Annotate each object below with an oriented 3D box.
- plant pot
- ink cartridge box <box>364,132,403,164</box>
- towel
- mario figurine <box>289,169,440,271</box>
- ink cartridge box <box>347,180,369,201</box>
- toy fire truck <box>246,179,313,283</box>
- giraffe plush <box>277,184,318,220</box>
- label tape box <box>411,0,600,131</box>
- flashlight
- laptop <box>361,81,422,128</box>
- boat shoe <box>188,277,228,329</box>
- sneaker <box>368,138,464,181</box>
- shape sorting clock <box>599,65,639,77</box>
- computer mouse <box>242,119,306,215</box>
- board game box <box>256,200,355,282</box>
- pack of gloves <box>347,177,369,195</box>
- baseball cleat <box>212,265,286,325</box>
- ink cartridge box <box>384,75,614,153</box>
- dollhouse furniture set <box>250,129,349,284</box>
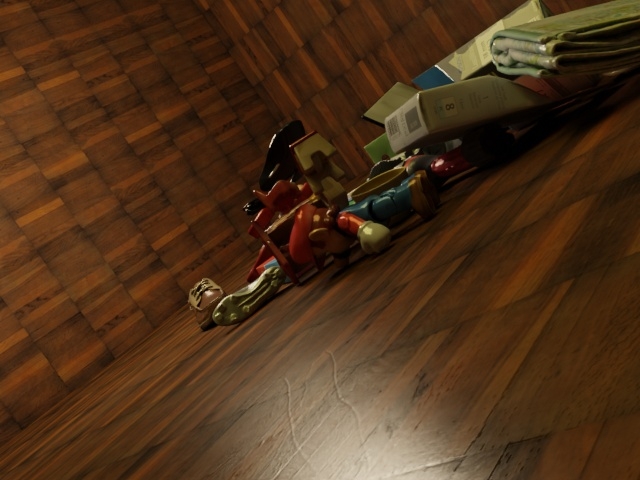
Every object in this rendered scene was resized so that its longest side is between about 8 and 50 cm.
[{"bbox_3d":[0.146,-0.088,1.787,0.134,0.095,0.134,-28,11,6],"label":"plant pot"},{"bbox_3d":[0.243,-0.231,2.124,0.235,0.171,0.056,-33,6,25],"label":"ink cartridge box"},{"bbox_3d":[0.502,-0.368,1.487,0.321,0.090,0.374,-13,17,1],"label":"towel"},{"bbox_3d":[0.087,-0.016,1.640,0.321,0.170,0.198,-22,-26,22],"label":"mario figurine"},{"bbox_3d":[0.130,-0.131,2.559,0.186,0.065,0.311,-33,3,12],"label":"ink cartridge box"},{"bbox_3d":[-0.117,-0.028,2.479,0.302,0.169,0.254,-61,4,-38],"label":"toy fire truck"},{"bbox_3d":[-0.018,-0.087,2.645,0.210,0.181,0.170,-33,20,-14],"label":"giraffe plush"},{"bbox_3d":[0.413,-0.359,1.845,0.334,0.241,0.105,-32,48,33],"label":"label tape box"},{"bbox_3d":[0.271,-0.165,1.754,0.304,0.103,0.103,-24,37,61],"label":"flashlight"},{"bbox_3d":[0.382,-0.409,2.253,0.382,0.408,0.236,-50,-18,-59],"label":"laptop"},{"bbox_3d":[-0.322,0.172,2.320,0.123,0.116,0.324,-36,5,-15],"label":"boat shoe"},{"bbox_3d":[0.254,-0.181,2.046,0.146,0.122,0.330,-16,-9,-37],"label":"sneaker"},{"bbox_3d":[0.648,-0.380,1.623,0.206,0.040,0.206,-35,11,8],"label":"shape sorting clock"},{"bbox_3d":[-0.063,-0.161,1.842,0.184,0.060,0.262,-28,-27,-48],"label":"computer mouse"},{"bbox_3d":[0.000,0.000,2.144,0.317,0.064,0.242,-36,5,-19],"label":"board game box"},{"bbox_3d":[0.199,-0.225,2.788,0.232,0.046,0.195,-36,-13,27],"label":"pack of gloves"},{"bbox_3d":[-0.163,0.142,1.956,0.206,0.072,0.109,-34,-11,-12],"label":"baseball cleat"},{"bbox_3d":[0.349,-0.280,1.682,0.385,0.091,0.308,-16,0,-8],"label":"ink cartridge box"},{"bbox_3d":[-0.053,-0.084,1.787,0.201,0.152,0.374,-34,-31,-7],"label":"dollhouse furniture set"}]
